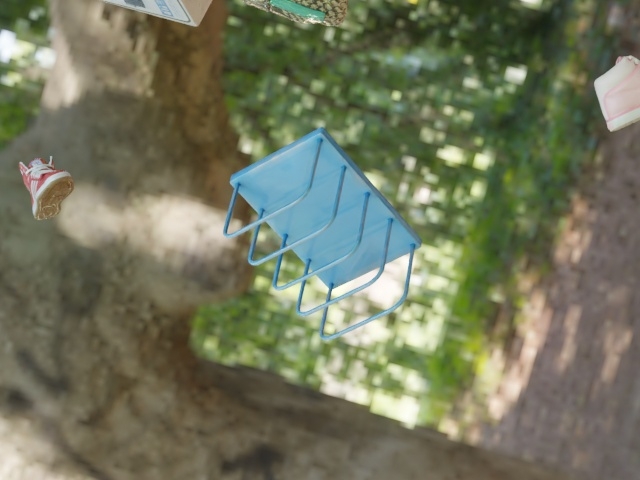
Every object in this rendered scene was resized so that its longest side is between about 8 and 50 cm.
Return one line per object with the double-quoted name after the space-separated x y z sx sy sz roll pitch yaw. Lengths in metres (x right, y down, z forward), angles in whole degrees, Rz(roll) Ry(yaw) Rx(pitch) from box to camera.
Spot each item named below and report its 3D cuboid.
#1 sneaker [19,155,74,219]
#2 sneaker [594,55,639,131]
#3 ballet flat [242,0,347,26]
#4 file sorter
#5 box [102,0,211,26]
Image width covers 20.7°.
-0.310 -0.073 1.976 0.118 0.042 0.067 135 121 -63 "sneaker"
0.347 -0.170 1.814 0.051 0.134 0.070 88 158 -82 "sneaker"
0.072 -0.407 2.010 0.483 0.182 0.164 -60 -6 -36 "ballet flat"
0.000 0.000 1.734 0.118 0.170 0.104 -26 31 29 "file sorter"
-0.211 -0.317 1.618 0.169 0.290 0.087 -63 -27 -16 "box"
